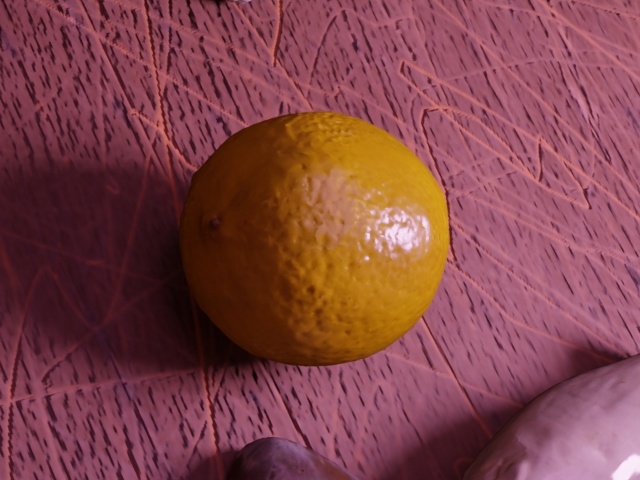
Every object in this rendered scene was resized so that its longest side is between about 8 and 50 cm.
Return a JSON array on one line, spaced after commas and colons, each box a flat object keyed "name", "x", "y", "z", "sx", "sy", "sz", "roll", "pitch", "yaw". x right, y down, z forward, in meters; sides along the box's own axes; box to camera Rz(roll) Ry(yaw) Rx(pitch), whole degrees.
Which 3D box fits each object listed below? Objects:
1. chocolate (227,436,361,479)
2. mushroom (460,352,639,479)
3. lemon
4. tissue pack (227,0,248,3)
[{"name": "chocolate", "x": -0.020, "y": 0.241, "z": 1.223, "sx": 0.157, "sy": 0.080, "sz": 0.254, "roll": 35, "pitch": 51, "yaw": -4}, {"name": "mushroom", "x": 0.198, "y": 0.159, "z": 1.367, "sx": 0.350, "sy": 0.128, "sz": 0.128, "roll": -30, "pitch": 78, "yaw": -42}, {"name": "lemon", "x": 0.000, "y": 0.000, "z": 1.327, "sx": 0.203, "sy": 0.178, "sz": 0.178, "roll": 7, "pitch": 57, "yaw": -38}, {"name": "tissue pack", "x": -0.114, "y": -0.401, "z": 1.415, "sx": 0.380, "sy": 0.207, "sz": 0.297, "roll": 30, "pitch": 57, "yaw": -36}]
